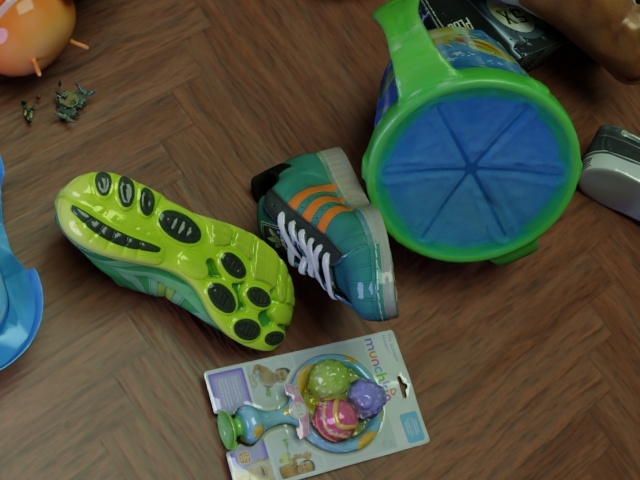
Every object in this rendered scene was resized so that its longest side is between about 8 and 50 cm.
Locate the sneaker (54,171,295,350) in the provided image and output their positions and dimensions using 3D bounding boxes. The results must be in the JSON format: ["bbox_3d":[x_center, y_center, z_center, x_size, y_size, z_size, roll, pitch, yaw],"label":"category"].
[{"bbox_3d":[-0.149,0.017,1.145,0.295,0.123,0.109,35,75,-24],"label":"sneaker"}]

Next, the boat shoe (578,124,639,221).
[{"bbox_3d":[0.484,-0.056,1.414,0.301,0.108,0.102,26,63,0],"label":"boat shoe"}]

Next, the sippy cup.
[{"bbox_3d":[0.159,-0.131,1.241,0.240,0.305,0.224,5,35,-6],"label":"sippy cup"}]

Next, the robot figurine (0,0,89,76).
[{"bbox_3d":[-0.361,-0.267,1.179,0.219,0.158,0.128,42,87,1],"label":"robot figurine"}]

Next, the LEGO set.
[{"bbox_3d":[-0.295,-0.153,1.219,0.083,0.023,0.054,-2,66,-6],"label":"LEGO set"}]

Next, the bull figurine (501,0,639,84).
[{"bbox_3d":[0.332,-0.334,1.362,0.310,0.101,0.188,35,105,-14],"label":"bull figurine"}]

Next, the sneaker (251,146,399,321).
[{"bbox_3d":[0.000,0.000,1.155,0.121,0.108,0.302,-14,31,-7],"label":"sneaker"}]

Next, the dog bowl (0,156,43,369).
[{"bbox_3d":[-0.386,0.010,1.084,0.166,0.074,0.297,-15,75,-24],"label":"dog bowl"}]

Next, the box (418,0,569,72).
[{"bbox_3d":[0.209,-0.280,1.418,0.180,0.077,0.147,-24,79,-27],"label":"box"}]

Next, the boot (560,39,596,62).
[{"bbox_3d":[0.397,-0.442,1.449,0.131,0.260,0.348,10,65,-15],"label":"boot"}]

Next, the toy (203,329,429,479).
[{"bbox_3d":[0.006,0.177,1.165,0.237,0.056,0.137,-11,74,-23],"label":"toy"}]
